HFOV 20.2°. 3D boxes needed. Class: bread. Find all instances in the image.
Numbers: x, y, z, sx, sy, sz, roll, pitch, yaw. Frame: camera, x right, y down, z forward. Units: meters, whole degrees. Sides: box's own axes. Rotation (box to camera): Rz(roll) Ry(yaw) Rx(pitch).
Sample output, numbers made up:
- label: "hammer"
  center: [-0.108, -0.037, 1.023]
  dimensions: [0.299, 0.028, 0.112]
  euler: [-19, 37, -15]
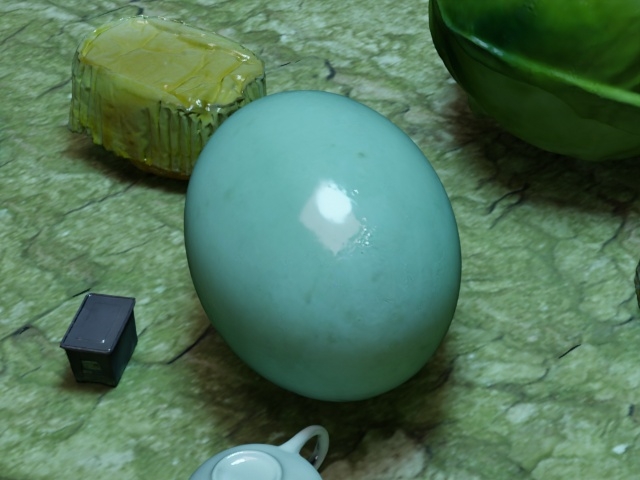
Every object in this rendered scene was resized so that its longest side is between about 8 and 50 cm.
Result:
- label: "bread"
  center: [-0.179, -0.166, 2.159]
  dimensions: [0.250, 0.133, 0.179]
  euler: [19, 43, 22]

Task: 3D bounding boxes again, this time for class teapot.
- label: "teapot"
  center: [-0.059, 0.248, 1.714]
  dimensions: [0.145, 0.092, 0.226]
  euler: [24, 47, 29]

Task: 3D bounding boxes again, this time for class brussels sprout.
- label: "brussels sprout"
  center: [0.306, -0.267, 2.002]
  dimensions: [0.361, 0.425, 0.342]
  euler: [-2, 77, -39]

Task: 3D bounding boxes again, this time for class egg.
- label: "egg"
  center: [0.000, 0.000, 1.840]
  dimensions: [0.276, 0.276, 0.389]
  euler: [-14, 42, -8]

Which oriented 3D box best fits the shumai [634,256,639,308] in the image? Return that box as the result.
- label: "shumai"
  center: [0.407, 0.039, 1.845]
  dimensions: [0.161, 0.153, 0.209]
  euler: [-11, 44, 6]

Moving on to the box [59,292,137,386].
- label: "box"
  center: [-0.231, 0.107, 1.912]
  dimensions: [0.060, 0.063, 0.084]
  euler: [5, 44, 16]
